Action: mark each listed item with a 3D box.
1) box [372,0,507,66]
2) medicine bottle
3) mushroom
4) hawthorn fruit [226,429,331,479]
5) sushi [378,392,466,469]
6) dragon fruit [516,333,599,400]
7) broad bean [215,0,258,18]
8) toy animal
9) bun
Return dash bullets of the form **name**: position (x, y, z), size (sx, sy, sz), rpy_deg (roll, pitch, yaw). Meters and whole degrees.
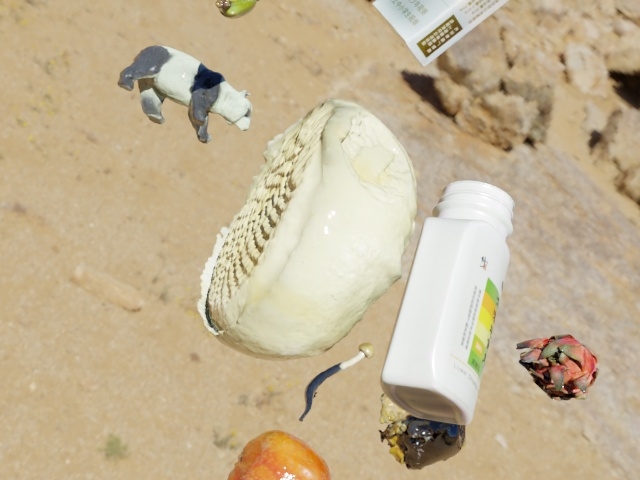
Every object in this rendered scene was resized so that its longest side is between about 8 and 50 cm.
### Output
- **box**: position (0.219, -0.407, 1.459), size (0.067, 0.243, 0.155), rpy_deg (44, 14, -43)
- **medicine bottle**: position (0.185, 0.078, 1.262), size (0.124, 0.324, 0.179), rpy_deg (1, -30, 30)
- **mushroom**: position (0.020, 0.303, 1.962), size (0.306, 0.068, 0.043), rpy_deg (-34, 93, -46)
- **hawthorn fruit**: position (-0.049, 0.281, 1.031), size (0.128, 0.128, 0.128), rpy_deg (33, 19, -13)
- **sushi**: position (0.245, 0.431, 2.106), size (0.213, 0.200, 0.204), rpy_deg (-67, 149, -45)
- **dragon fruit**: position (0.421, 0.224, 1.593), size (0.142, 0.130, 0.121), rpy_deg (39, 39, -62)
- **broad bean**: position (-0.127, -0.370, 1.394), size (0.213, 0.070, 0.048), rpy_deg (-73, 151, -66)
- **toy animal**: position (-0.220, -0.249, 1.539), size (0.225, 0.121, 0.094), rpy_deg (25, -22, 4)
- **bun**: position (0.002, 0.002, 1.183), size (0.202, 0.364, 0.364), rpy_deg (31, 20, -18)
